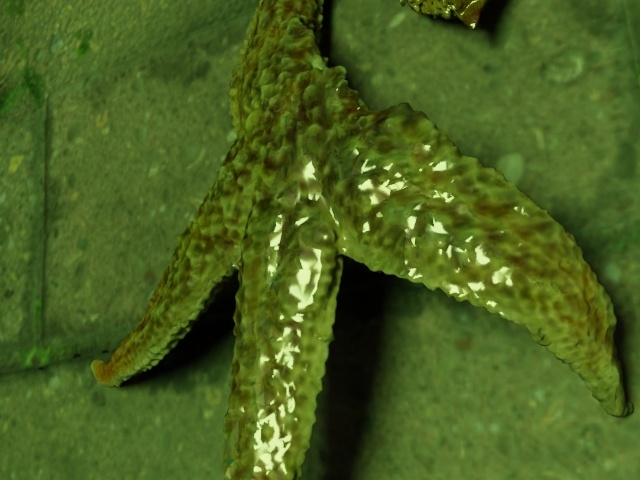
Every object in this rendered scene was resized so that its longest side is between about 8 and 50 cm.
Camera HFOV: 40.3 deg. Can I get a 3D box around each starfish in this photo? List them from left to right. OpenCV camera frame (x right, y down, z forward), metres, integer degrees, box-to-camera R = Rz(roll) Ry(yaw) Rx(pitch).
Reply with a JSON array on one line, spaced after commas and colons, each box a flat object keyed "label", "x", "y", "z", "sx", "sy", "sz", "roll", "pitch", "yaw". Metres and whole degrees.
[{"label": "starfish", "x": -0.005, "y": -0.002, "z": 0.542, "sx": 0.398, "sy": 0.132, "sz": 0.383, "roll": 38, "pitch": 102, "yaw": 37}]

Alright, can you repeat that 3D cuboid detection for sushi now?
[{"label": "sushi", "x": 0.077, "y": -0.172, "z": 0.568, "sx": 0.060, "sy": 0.061, "sz": 0.118, "roll": -46, "pitch": 32, "yaw": 12}]
